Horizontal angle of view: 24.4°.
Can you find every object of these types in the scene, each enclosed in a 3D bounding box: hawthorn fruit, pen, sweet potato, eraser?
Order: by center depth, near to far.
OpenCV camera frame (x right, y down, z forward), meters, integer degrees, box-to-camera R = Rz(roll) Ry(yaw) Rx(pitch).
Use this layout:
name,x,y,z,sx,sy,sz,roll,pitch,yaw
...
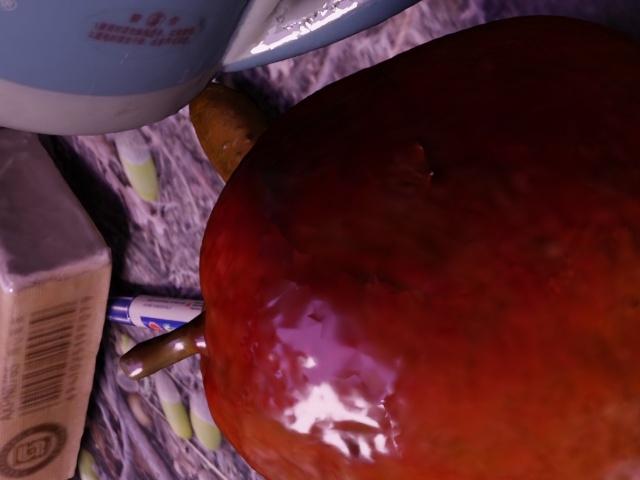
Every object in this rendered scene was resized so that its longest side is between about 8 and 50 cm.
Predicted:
name,x,y,z,sx,sy,sz,roll,pitch,yaw
hawthorn fruit,0.052,0.025,0.595,0.224,0.261,0.224,171,90,-72
sweet potato,0.000,0.000,0.811,0.274,0.067,0.067,53,143,20
pen,-0.097,0.050,0.988,0.204,0.025,0.025,2,114,50
eraser,-0.236,0.080,1.111,0.144,0.078,0.343,55,146,30

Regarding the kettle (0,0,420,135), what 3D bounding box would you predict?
name,x,y,z,sx,sy,sz,roll,pitch,yaw
kettle,-0.047,-0.224,0.615,0.319,0.247,0.342,31,134,-9
